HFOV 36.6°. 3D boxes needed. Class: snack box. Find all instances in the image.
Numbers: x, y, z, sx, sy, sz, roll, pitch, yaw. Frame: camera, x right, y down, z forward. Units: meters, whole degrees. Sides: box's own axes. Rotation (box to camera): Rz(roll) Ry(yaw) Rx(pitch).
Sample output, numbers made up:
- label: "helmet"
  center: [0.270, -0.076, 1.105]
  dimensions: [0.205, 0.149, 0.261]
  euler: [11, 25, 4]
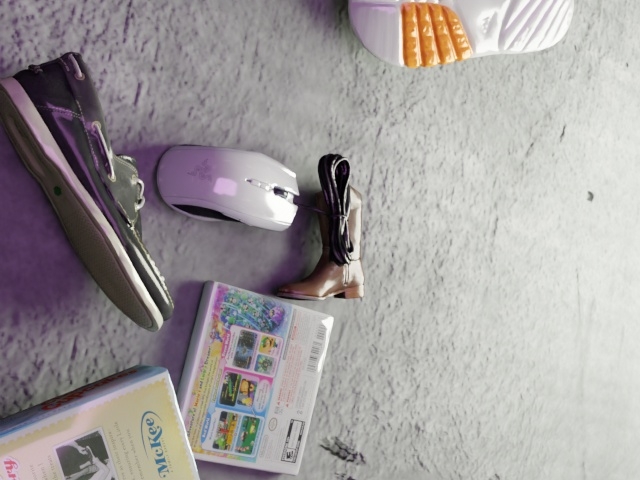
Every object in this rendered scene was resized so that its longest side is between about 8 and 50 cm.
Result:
- label: "snack box"
  center: [-0.164, 0.277, 0.738]
  dimensions: [0.187, 0.060, 0.321]
  euler: [-19, 98, -36]

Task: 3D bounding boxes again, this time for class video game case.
- label: "video game case"
  center: [-0.062, 0.129, 0.894]
  dimensions: [0.143, 0.019, 0.157]
  euler: [19, 79, -35]

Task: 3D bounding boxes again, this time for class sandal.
- label: "sandal"
  center: [0.138, -0.236, 1.007]
  dimensions: [0.265, 0.076, 0.102]
  euler: [-4, 114, -26]

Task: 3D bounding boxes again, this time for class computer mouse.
- label: "computer mouse"
  center: [-0.050, -0.042, 0.867]
  dimensions: [0.193, 0.042, 0.106]
  euler: [10, 77, -27]

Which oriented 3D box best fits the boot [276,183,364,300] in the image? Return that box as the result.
- label: "boot"
  center: [0.000, 0.000, 0.931]
  dimensions: [0.106, 0.037, 0.114]
  euler: [-2, 91, -42]

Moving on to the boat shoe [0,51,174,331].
- label: "boat shoe"
  center: [-0.170, -0.035, 0.772]
  dimensions: [0.079, 0.084, 0.233]
  euler: [-34, 107, -31]
